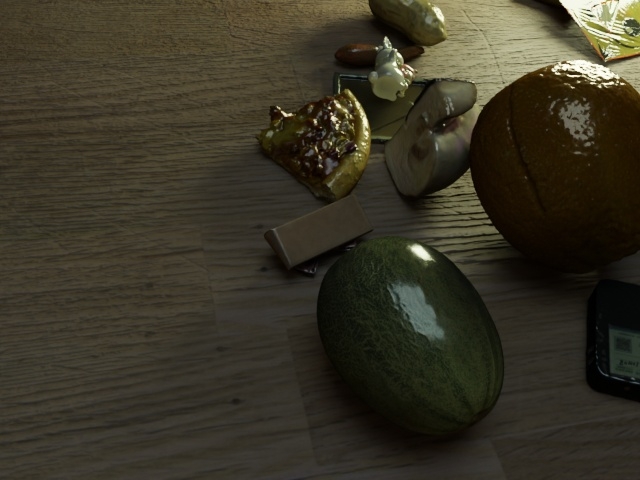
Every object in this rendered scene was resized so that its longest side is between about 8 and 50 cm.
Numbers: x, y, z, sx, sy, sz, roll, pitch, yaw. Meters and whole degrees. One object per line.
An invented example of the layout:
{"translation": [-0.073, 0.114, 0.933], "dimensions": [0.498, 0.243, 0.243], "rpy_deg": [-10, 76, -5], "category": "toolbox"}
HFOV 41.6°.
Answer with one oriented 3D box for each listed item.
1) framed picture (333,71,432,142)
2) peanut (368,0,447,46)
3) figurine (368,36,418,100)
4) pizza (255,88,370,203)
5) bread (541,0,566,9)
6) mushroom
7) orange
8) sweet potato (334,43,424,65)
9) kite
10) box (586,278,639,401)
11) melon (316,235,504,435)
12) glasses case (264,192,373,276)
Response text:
{"translation": [0.166, -0.276, 1.772], "dimensions": [0.281, 0.019, 0.208], "rpy_deg": [4, 50, -2], "category": "framed picture"}
{"translation": [0.196, -0.520, 1.921], "dimensions": [0.110, 0.120, 0.236], "rpy_deg": [-40, 62, -2], "category": "peanut"}
{"translation": [0.151, -0.358, 1.795], "dimensions": [0.098, 0.081, 0.146], "rpy_deg": [43, 39, -25], "category": "figurine"}
{"translation": [-0.017, -0.200, 1.641], "dimensions": [0.229, 0.081, 0.289], "rpy_deg": [4, 56, 8], "category": "pizza"}
{"translation": [0.548, -0.639, 2.102], "dimensions": [0.226, 0.049, 0.088], "rpy_deg": [22, 52, 13], "category": "bread"}
{"translation": [0.245, -0.172, 1.584], "dimensions": [0.162, 0.236, 0.173], "rpy_deg": [-2, 65, -22], "category": "mushroom"}
{"translation": [0.432, -0.123, 1.469], "dimensions": [0.322, 0.322, 0.356], "rpy_deg": [-17, 78, -19], "category": "orange"}
{"translation": [0.138, -0.413, 1.870], "dimensions": [0.214, 0.050, 0.050], "rpy_deg": [-4, 50, -15], "category": "sweet potato"}
{"translation": [0.713, -0.541, 2.027], "dimensions": [0.378, 0.013, 0.327], "rpy_deg": [26, 58, -1], "category": "kite"}
{"translation": [0.624, 0.189, 1.406], "dimensions": [0.350, 0.058, 0.211], "rpy_deg": [13, 52, 5], "category": "box"}
{"translation": [0.134, 0.141, 1.273], "dimensions": [0.249, 0.248, 0.329], "rpy_deg": [-26, 60, -25], "category": "melon"}
{"translation": [0.000, 0.000, 1.501], "dimensions": [0.194, 0.070, 0.102], "rpy_deg": [-25, 85, -27], "category": "glasses case"}
